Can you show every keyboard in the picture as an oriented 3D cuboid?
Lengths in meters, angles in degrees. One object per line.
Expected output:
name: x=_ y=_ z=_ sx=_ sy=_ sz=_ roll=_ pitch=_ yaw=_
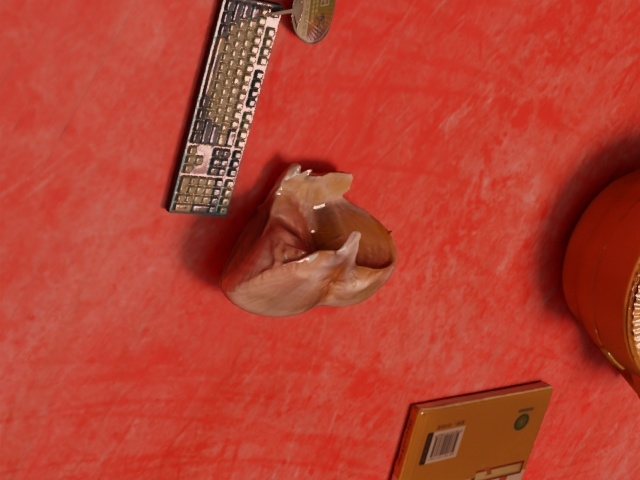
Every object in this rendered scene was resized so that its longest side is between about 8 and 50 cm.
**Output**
keyboard: x=-0.075 y=-0.101 z=0.898 sx=0.055 sy=0.014 sz=0.176 roll=3 pitch=112 yaw=-37

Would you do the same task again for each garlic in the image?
garlic: x=0.000 y=0.013 z=0.972 sx=0.174 sy=0.099 sz=0.124 roll=5 pitch=126 yaw=-42

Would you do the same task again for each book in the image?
book: x=0.148 y=0.301 z=1.312 sx=0.208 sy=0.020 sz=0.295 roll=-3 pitch=117 yaw=-38

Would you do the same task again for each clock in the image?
clock: x=0.395 y=0.057 z=1.260 sx=0.317 sy=0.200 sz=0.244 roll=40 pitch=84 yaw=-37

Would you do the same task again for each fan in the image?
fan: x=-0.010 y=-0.186 z=0.896 sx=0.080 sy=0.003 sz=0.060 roll=20 pitch=93 yaw=-57
